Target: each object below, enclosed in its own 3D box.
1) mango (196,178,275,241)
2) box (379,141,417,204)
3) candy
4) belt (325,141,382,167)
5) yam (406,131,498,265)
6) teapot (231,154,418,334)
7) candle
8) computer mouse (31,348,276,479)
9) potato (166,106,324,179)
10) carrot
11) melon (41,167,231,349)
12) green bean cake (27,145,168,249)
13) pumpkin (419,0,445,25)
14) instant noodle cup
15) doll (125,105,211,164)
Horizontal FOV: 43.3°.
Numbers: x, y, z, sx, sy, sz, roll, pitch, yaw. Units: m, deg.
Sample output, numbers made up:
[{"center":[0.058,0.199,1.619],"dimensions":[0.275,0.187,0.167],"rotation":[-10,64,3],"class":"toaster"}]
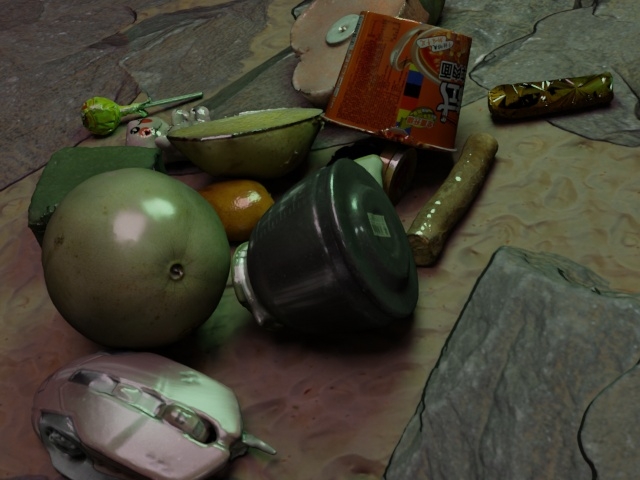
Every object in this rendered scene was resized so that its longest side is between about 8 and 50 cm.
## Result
[{"center":[-0.153,-0.056,1.393],"dimensions":[0.164,0.089,0.115],"rotation":[13,59,31],"class":"mango"},{"center":[0.124,-0.114,1.359],"dimensions":[0.037,0.106,0.105],"rotation":[24,54,23],"class":"box"},{"center":[-0.379,-0.285,1.723],"dimensions":[0.261,0.077,0.073],"rotation":[-15,20,-12],"class":"candy"},{"center":[0.063,-0.113,1.413],"dimensions":[0.105,0.058,0.140],"rotation":[15,46,21],"class":"belt"},{"center":[0.221,-0.078,1.328],"dimensions":[0.066,0.066,0.300],"rotation":[15,48,28],"class":"yam"},{"center":[-0.012,-0.005,1.185],"dimensions":[0.239,0.239,0.322],"rotation":[-23,57,24],"class":"teapot"},{"center":[0.082,-0.391,1.608],"dimensions":[0.287,0.131,0.317],"rotation":[-33,43,18],"class":"candle"},{"center":[-0.243,0.237,1.088],"dimensions":[0.388,0.115,0.200],"rotation":[8,50,24],"class":"computer mouse"},{"center":[-0.133,-0.167,1.460],"dimensions":[0.239,0.116,0.299],"rotation":[15,25,41],"class":"potato"},{"center":[0.421,-0.264,1.468],"dimensions":[0.228,0.069,0.069],"rotation":[-7,43,7],"class":"carrot"},{"center":[-0.276,0.026,1.203],"dimensions":[0.268,0.269,0.330],"rotation":[-39,22,-24],"class":"melon"},{"center":[-0.388,-0.071,1.447],"dimensions":[0.227,0.125,0.223],"rotation":[-5,41,8],"class":"green bean cake"},{"center":[0.191,-0.512,1.775],"dimensions":[0.217,0.110,0.217],"rotation":[-20,36,15],"class":"pumpkin"},{"center":[0.139,-0.275,1.382],"dimensions":[0.250,0.192,0.250],"rotation":[13,14,-3],"class":"instant noodle cup"},{"center":[-0.303,-0.199,1.579],"dimensions":[0.191,0.095,0.149],"rotation":[-3,37,15],"class":"doll"}]
